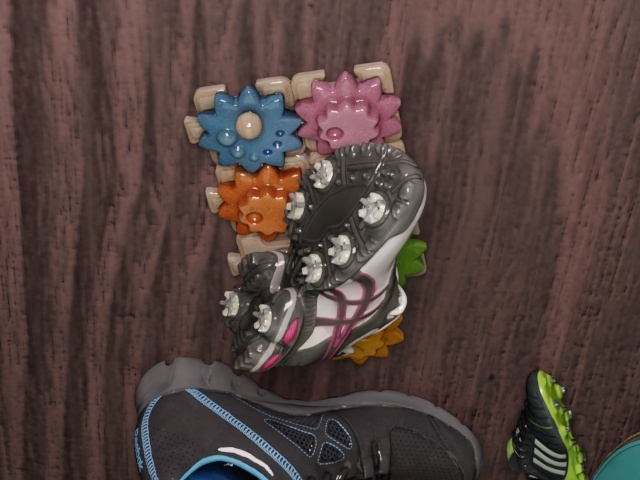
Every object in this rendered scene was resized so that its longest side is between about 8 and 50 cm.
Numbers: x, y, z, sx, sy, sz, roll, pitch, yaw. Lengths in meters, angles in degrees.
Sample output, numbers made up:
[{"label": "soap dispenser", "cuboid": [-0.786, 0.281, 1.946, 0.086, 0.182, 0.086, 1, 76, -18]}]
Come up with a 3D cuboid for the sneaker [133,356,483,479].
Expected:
[{"label": "sneaker", "cuboid": [-0.011, 0.214, 1.437, 0.341, 0.140, 0.125, 9, 133, -10]}]

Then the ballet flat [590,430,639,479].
[{"label": "ballet flat", "cuboid": [0.314, 0.298, 1.550, 0.123, 0.123, 0.348, 15, 132, -14]}]

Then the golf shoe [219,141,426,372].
[{"label": "golf shoe", "cuboid": [0.023, 0.014, 1.221, 0.120, 0.105, 0.273, 7, 146, -29]}]

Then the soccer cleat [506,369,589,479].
[{"label": "soccer cleat", "cuboid": [0.211, 0.190, 1.468, 0.072, 0.060, 0.179, -11, 137, 13]}]

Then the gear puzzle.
[{"label": "gear puzzle", "cuboid": [0.000, 0.000, 1.288, 0.175, 0.044, 0.339, -7, 135, 7]}]
